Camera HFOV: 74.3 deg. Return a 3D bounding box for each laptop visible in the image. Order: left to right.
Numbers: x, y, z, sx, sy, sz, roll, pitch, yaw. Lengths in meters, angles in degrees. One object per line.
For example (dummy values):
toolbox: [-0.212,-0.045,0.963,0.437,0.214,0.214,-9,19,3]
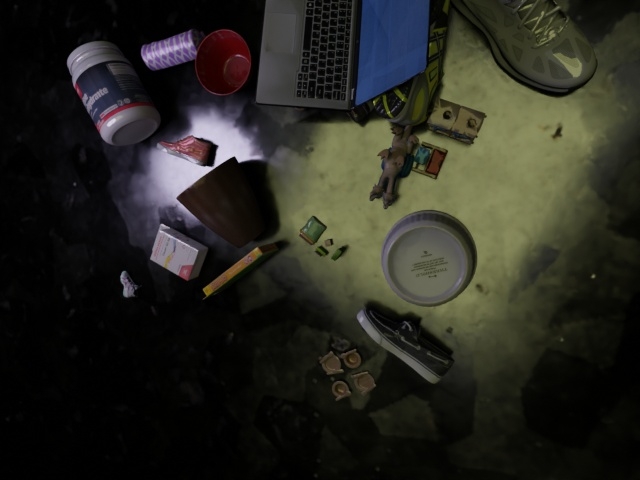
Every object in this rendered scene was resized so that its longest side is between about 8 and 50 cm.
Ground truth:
laptop: [0.041,-0.549,1.042,0.407,0.236,0.383,4,81,0]

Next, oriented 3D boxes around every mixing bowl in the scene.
mixing bowl: [-0.271,-0.520,1.266,0.181,0.098,0.182,2,97,15]

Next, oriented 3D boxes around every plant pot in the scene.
plant pot: [-0.276,-0.099,1.284,0.215,0.215,0.230,-32,103,18]

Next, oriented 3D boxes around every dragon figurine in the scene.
dragon figurine: [0.214,-0.229,1.163,0.085,0.144,0.289,23,71,12]

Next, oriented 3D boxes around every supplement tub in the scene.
supplement tub: [-0.652,-0.459,1.338,0.191,0.191,0.272,-30,88,18]

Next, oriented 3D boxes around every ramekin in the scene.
ramekin: [0.292,0.056,1.159,0.272,0.127,0.273,2,97,16]

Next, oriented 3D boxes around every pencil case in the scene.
pencil case: [-0.457,-0.598,1.321,0.205,0.086,0.088,-8,61,15]

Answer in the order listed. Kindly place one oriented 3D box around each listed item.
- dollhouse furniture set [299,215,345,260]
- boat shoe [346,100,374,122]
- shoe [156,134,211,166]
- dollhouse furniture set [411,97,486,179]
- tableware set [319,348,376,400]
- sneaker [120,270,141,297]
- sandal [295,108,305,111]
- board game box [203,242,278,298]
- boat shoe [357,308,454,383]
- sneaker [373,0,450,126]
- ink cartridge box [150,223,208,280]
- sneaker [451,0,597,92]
dollhouse furniture set: [0.000,0.000,1.274,0.151,0.058,0.076,40,106,8]
boat shoe: [0.046,-0.427,1.188,0.227,0.081,0.069,44,88,5]
shoe: [-0.438,-0.306,1.365,0.177,0.063,0.081,22,101,7]
dollhouse furniture set: [0.330,-0.251,1.107,0.128,0.129,0.184,23,102,12]
tableware set: [0.084,0.418,1.323,0.141,0.020,0.169,-26,90,18]
sneaker: [-0.670,0.156,1.506,0.069,0.038,0.098,0,106,15]
sandal: [-0.052,-0.472,1.233,0.072,0.049,0.180,18,102,14]
board game box: [-0.257,0.096,1.328,0.259,0.124,0.039,-39,84,17]
boat shoe: [0.246,0.280,1.214,0.301,0.108,0.102,38,106,6]
sneaker: [0.248,-0.477,1.071,0.145,0.147,0.385,23,96,47]
ink cartridge box: [-0.491,0.036,1.419,0.198,0.067,0.116,26,104,12]
sneaker: [0.463,-0.525,0.965,0.447,0.257,0.169,46,107,6]
